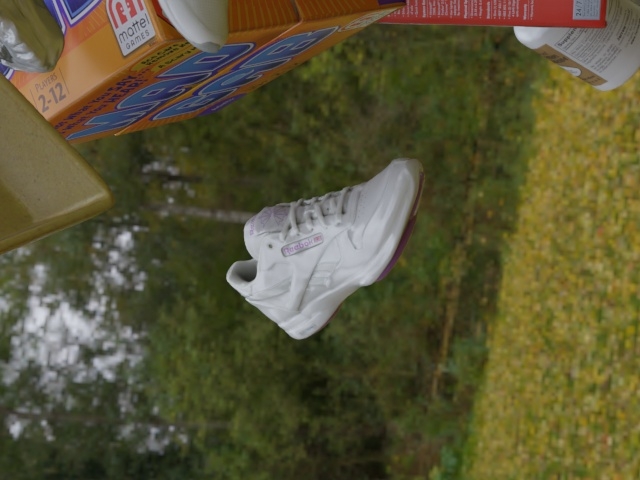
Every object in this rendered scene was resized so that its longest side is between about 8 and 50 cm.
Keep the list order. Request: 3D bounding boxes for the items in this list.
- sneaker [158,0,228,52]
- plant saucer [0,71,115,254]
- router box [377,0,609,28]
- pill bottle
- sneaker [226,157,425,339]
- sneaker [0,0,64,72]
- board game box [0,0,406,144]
[{"bbox_3d":[-0.086,-0.209,0.815,0.054,0.061,0.152,10,-116,-52],"label":"sneaker"},{"bbox_3d":[-0.405,-0.070,0.968,0.333,0.333,0.081,-28,-23,-48],"label":"plant saucer"},{"bbox_3d":[0.220,-0.377,1.440,0.335,0.301,0.082,-66,-24,-53],"label":"router box"},{"bbox_3d":[0.350,-0.321,1.616,0.131,0.229,0.131,-52,22,30],"label":"pill bottle"},{"bbox_3d":[0.000,0.000,1.304,0.305,0.152,0.114,-47,16,38],"label":"sneaker"},{"bbox_3d":[-0.205,-0.196,0.637,0.115,0.090,0.232,-59,-41,-26],"label":"sneaker"},{"bbox_3d":[-0.197,-0.335,1.245,0.356,0.356,0.356,-21,-91,-45],"label":"board game box"}]
